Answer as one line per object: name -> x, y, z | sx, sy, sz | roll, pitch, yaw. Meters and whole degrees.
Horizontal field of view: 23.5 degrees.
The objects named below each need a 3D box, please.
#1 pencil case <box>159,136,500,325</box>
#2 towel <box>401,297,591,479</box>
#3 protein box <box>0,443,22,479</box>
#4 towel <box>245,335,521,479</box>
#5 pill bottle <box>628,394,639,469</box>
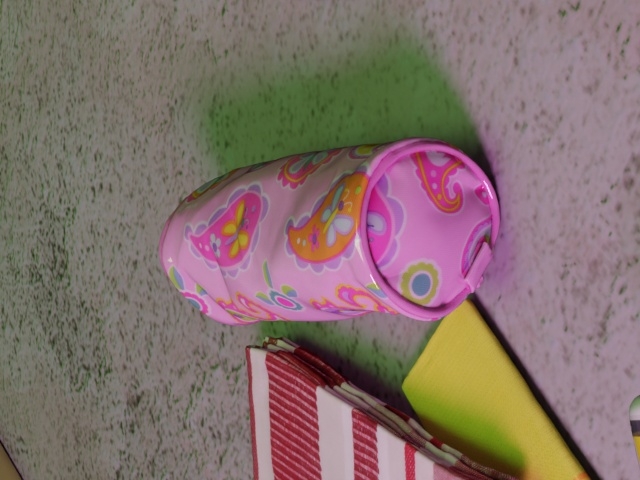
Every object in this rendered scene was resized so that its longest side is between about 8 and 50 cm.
pencil case -> 0.000, 0.000, 1.068 | 0.284, 0.124, 0.124 | -9, 90, 58
towel -> 0.132, 0.153, 0.985 | 0.237, 0.021, 0.102 | 58, 137, 32
protein box -> -0.419, 0.352, 1.752 | 0.200, 0.136, 0.201 | 48, 134, 40
towel -> 0.040, 0.222, 1.105 | 0.329, 0.037, 0.237 | 27, 123, 56
pill bottle -> 0.223, 0.158, 0.770 | 0.103, 0.103, 0.184 | -20, 81, 56
